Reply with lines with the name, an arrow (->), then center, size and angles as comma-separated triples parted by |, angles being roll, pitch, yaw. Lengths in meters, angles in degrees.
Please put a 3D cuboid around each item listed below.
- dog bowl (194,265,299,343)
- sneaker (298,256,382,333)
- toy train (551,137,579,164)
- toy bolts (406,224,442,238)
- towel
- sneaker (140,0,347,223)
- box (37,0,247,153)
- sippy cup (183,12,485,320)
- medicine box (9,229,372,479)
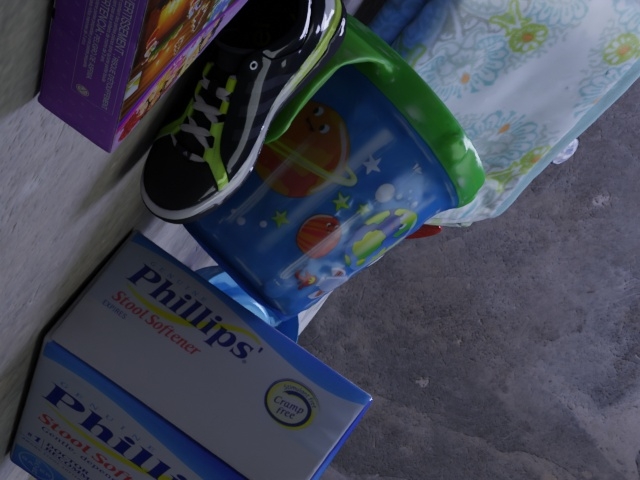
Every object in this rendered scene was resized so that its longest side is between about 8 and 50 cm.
dog bowl -> -0.154, 0.157, 1.875 | 0.297, 0.166, 0.074 | -55, -145, -6
sneaker -> 0.001, 0.001, 2.233 | 0.447, 0.169, 0.257 | -53, 178, 4
toy train -> 0.260, -0.261, 2.201 | 0.142, 0.334, 0.190 | -13, 143, -37
toy bolts -> 0.027, -0.093, 1.906 | 0.218, 0.229, 0.158 | 43, 44, -58
towel -> 0.160, -0.155, 1.669 | 0.321, 0.090, 0.374 | 4, 137, -42
sneaker -> -0.073, -0.125, 1.225 | 0.234, 0.084, 0.097 | -55, 152, -5
box -> -0.041, -0.206, 0.892 | 0.293, 0.057, 0.201 | -53, 176, -29
sippy cup -> -0.010, -0.058, 1.437 | 0.224, 0.305, 0.240 | -44, -148, -6
medicine box -> -0.131, 0.175, 1.486 | 0.149, 0.263, 0.289 | -53, 175, -32
